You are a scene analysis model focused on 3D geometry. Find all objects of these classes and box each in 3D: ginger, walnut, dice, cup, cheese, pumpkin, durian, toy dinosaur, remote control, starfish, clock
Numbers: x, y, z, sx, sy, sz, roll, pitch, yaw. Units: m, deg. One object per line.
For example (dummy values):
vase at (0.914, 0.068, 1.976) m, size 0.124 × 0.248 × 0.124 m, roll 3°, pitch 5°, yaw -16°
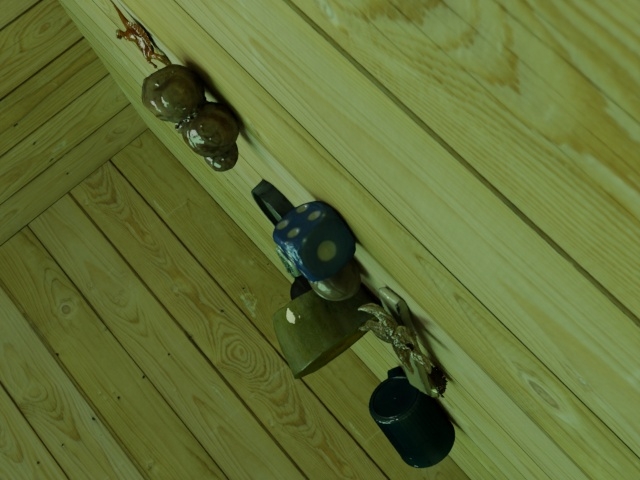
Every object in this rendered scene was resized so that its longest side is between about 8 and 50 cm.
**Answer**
ginger at (-0.314, -0.305, 1.528) m, size 0.304 × 0.155 × 0.244 m, roll 51°, pitch 169°, yaw -12°
walnut at (0.032, 0.088, 1.616) m, size 0.162 × 0.140 × 0.140 m, roll 57°, pitch 174°, yaw 19°
dice at (-0.014, 0.000, 1.409) m, size 0.143 × 0.146 × 0.146 m, roll 56°, pitch 169°, yaw -29°
cup at (0.358, 0.663, 2.342) m, size 0.242 × 0.308 × 0.292 m, roll -8°, pitch 129°, yaw 40°
cheese at (0.228, 0.274, 1.601) m, size 0.085 × 0.034 × 0.400 m, roll 34°, pitch 153°, yaw 47°
pumpkin at (0.008, 0.240, 1.786) m, size 0.199 × 0.332 × 0.332 m, roll 52°, pitch 172°, yaw 12°
durian at (0.321, 0.396, 1.738) m, size 0.140 × 0.071 × 0.110 m, roll 36°, pitch 152°, yaw 44°
toy dinosaur at (-0.515, -0.572, 1.698) m, size 0.142 × 0.057 × 0.212 m, roll 21°, pitch 154°, yaw 48°
remote control at (-0.118, 0.106, 2.647) m, size 0.128 × 0.065 × 0.335 m, roll 44°, pitch 170°, yaw 17°
starfish at (0.188, 0.252, 1.509) m, size 0.235 × 0.062 × 0.277 m, roll 56°, pitch 157°, yaw -13°
clock at (-0.111, -0.068, 1.898) m, size 0.280 × 0.055 × 0.280 m, roll 47°, pitch 171°, yaw 10°

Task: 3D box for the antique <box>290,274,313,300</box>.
antique at (0.002, 0.256, 2.325) m, size 0.322 × 0.185 × 0.255 m, roll 47°, pitch 173°, yaw 37°
